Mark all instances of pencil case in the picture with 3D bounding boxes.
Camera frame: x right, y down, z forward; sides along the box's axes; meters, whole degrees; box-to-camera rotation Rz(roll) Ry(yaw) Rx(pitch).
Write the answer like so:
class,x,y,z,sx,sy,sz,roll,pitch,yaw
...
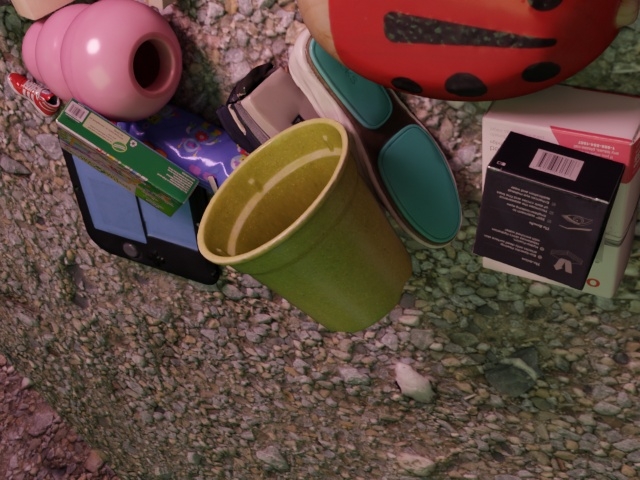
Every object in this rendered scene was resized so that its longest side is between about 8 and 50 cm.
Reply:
class,x,y,z,sx,sy,sz,roll,pitch,yaw
pencil case,-0.239,-0.163,1.548,0.306,0.133,0.119,29,136,12

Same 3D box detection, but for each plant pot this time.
class,x,y,z,sx,sy,sz,roll,pitch,yaw
plant pot,0.000,0.000,1.281,0.276,0.276,0.254,-10,135,43

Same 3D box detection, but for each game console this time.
class,x,y,z,sx,sy,sz,roll,pitch,yaw
game console,-0.386,-0.083,1.804,0.341,0.060,0.387,20,139,21

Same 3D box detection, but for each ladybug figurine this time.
class,x,y,z,sx,sy,sz,roll,pitch,yaw
ladybug figurine,0.162,-0.301,1.055,0.449,0.162,0.305,9,133,23

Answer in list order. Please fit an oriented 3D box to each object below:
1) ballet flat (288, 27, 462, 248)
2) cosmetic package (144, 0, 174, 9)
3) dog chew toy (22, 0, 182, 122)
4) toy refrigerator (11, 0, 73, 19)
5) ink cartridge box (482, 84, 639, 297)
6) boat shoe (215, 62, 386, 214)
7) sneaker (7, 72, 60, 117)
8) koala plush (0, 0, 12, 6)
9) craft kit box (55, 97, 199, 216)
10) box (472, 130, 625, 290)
class,x,y,z,sx,sy,sz,roll,pitch,yaw
ballet flat,0.085,-0.162,1.329,0.139,0.139,0.400,-21,111,47
cosmetic package,-0.254,-0.437,1.344,0.041,0.060,0.115,26,139,16
dog chew toy,-0.399,-0.321,1.469,0.331,0.206,0.207,15,137,36
toy refrigerator,-0.515,-0.520,1.410,0.094,0.102,0.270,27,146,47
ink cartridge box,0.346,-0.071,1.205,0.207,0.117,0.283,14,136,26
boat shoe,-0.034,-0.147,1.441,0.341,0.127,0.158,51,156,-18
sneaker,-0.590,-0.311,1.741,0.118,0.042,0.067,43,146,-20
koala plush,-0.654,-0.516,1.485,0.196,0.203,0.221,6,121,32
craft kit box,-0.347,-0.139,1.498,0.249,0.061,0.246,33,171,-10
box,0.296,-0.039,1.106,0.155,0.093,0.158,20,137,20
